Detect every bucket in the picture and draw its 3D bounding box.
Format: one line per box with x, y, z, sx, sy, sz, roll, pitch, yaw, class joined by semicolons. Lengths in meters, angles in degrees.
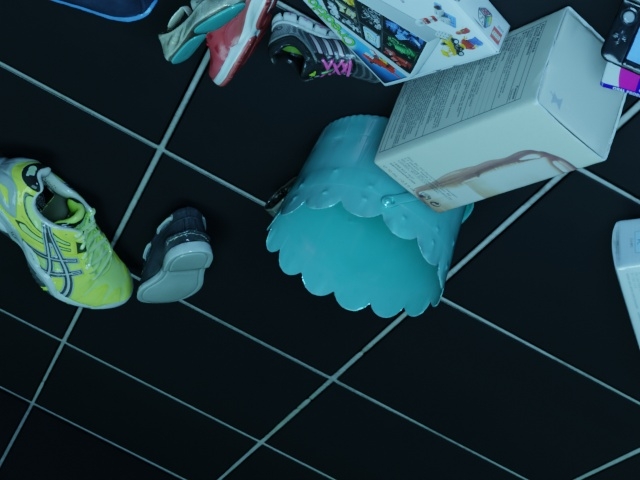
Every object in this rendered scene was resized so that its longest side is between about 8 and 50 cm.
0.078;-0.035;2.021;0.281;0.183;0.281;19;152;10;bucket

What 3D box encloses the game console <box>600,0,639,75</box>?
0.356;-0.210;1.399;0.122;0.107;0.071;24;179;2;game console

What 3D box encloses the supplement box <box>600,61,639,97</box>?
0.381;-0.252;1.497;0.111;0.114;0.220;19;150;11;supplement box

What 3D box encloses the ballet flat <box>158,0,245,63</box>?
-0.157;-0.281;1.788;0.168;0.057;0.052;-32;82;45;ballet flat

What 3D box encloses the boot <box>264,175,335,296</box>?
0.000;-0.001;2.250;0.208;0.076;0.189;26;138;-17;boot

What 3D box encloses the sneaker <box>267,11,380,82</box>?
0.005;-0.235;1.849;0.170;0.075;0.063;22;152;3;sneaker

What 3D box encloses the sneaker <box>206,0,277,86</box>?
-0.133;-0.305;1.852;0.128;0.087;0.221;34;139;0;sneaker

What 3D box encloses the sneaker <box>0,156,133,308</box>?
-0.454;0.000;2.529;0.147;0.145;0.385;-1;144;39;sneaker

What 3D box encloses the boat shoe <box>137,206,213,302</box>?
-0.256;0.032;2.492;0.114;0.091;0.302;0;159;-25;boat shoe

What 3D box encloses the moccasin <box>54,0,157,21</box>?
-0.371;-0.393;1.845;0.342;0.138;0.117;10;147;-4;moccasin

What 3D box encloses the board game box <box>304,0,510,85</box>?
0.061;-0.317;1.691;0.193;0.053;0.305;-10;136;45;board game box

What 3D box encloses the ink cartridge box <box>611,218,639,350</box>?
0.617;0.072;1.933;0.385;0.091;0.308;-7;141;18;ink cartridge box

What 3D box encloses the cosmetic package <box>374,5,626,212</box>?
0.221;-0.153;1.746;0.129;0.153;0.296;36;151;-25;cosmetic package
